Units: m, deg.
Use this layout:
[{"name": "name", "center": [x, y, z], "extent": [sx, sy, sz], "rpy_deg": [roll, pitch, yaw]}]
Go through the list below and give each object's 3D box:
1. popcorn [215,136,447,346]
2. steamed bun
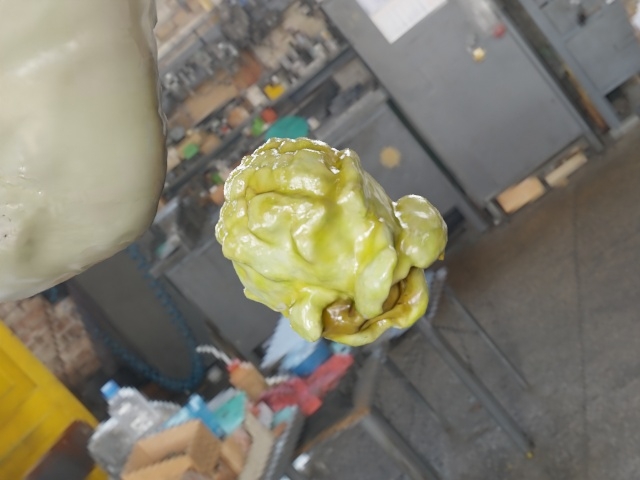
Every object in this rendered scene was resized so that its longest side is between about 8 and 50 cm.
[{"name": "popcorn", "center": [0.000, 0.000, 1.127], "extent": [0.255, 0.256, 0.195], "rpy_deg": [27, 69, 34]}, {"name": "steamed bun", "center": [-0.204, -0.134, 0.476], "extent": [0.219, 0.324, 0.310], "rpy_deg": [-9, 20, -25]}]
